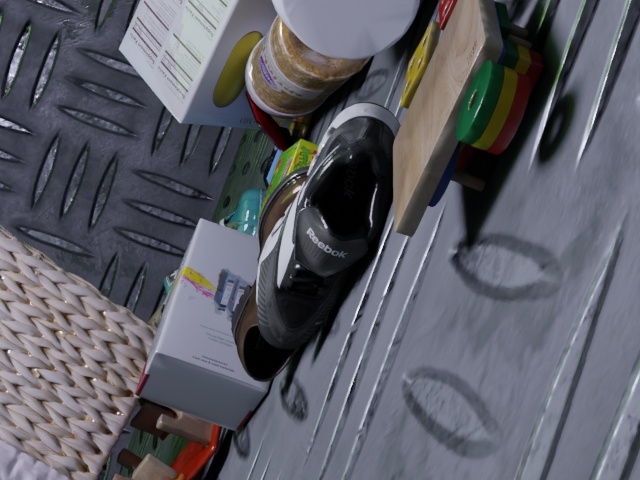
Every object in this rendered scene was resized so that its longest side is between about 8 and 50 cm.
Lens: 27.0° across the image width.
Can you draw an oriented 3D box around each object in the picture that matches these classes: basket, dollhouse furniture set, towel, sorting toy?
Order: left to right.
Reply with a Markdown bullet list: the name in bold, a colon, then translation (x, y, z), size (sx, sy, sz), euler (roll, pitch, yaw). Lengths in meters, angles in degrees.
- **basket**: translation (-0.404, 0.176, 1.704), size (0.266, 0.331, 0.328), euler (-59, 10, -22)
- **dollhouse furniture set**: translation (-0.185, 0.299, 1.612), size (0.259, 0.135, 0.262), euler (-51, 17, 32)
- **towel**: translation (0.004, -0.242, 1.943), size (0.102, 0.021, 0.237), euler (-148, 80, -76)
- **sorting toy**: translation (0.091, -0.085, 0.832), size (0.274, 0.046, 0.132), euler (-86, 17, -62)

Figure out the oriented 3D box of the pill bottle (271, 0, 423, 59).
- **pill bottle**: translation (0.027, -0.280, 1.347), size (0.278, 0.162, 0.162), euler (-91, 23, -68)

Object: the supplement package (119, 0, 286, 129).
- **supplement package**: translation (-0.123, -0.325, 1.938), size (0.198, 0.199, 0.262), euler (50, 123, 34)

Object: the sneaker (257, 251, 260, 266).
- **sneaker**: translation (-0.031, 0.016, 1.367), size (0.152, 0.058, 0.084), euler (110, 167, -53)

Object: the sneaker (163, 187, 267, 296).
- **sneaker**: translation (-0.164, 0.053, 1.960), size (0.108, 0.121, 0.302), euler (-101, 32, -75)

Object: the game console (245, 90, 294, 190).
- **game console**: translation (-0.079, -0.123, 1.874), size (0.144, 0.085, 0.124), euler (-111, 40, -62)

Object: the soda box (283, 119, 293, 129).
- **soda box**: translation (-0.058, -0.228, 2.159), size (0.183, 0.063, 0.058), euler (-88, 20, -69)

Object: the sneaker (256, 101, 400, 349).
- **sneaker**: translation (0.000, 0.000, 1.125), size (0.106, 0.078, 0.234), euler (-84, 18, -70)

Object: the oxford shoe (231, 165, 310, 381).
- **oxford shoe**: translation (-0.023, 0.037, 1.235), size (0.096, 0.083, 0.227), euler (-101, 23, -57)

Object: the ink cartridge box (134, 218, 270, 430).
- **ink cartridge box**: translation (-0.110, 0.092, 1.465), size (0.128, 0.127, 0.176), euler (121, 167, -57)

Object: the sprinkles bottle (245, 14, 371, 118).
- **sprinkles bottle**: translation (-0.018, -0.235, 1.691), size (0.355, 0.121, 0.121), euler (166, 124, -80)

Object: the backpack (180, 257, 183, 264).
- **backpack**: translation (-0.135, 0.090, 1.690), size (0.105, 0.114, 0.084), euler (-87, 16, -55)

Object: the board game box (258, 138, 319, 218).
- **board game box**: translation (-0.034, -0.067, 1.655), size (0.181, 0.043, 0.092), euler (169, 121, -81)

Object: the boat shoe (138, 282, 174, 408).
- **boat shoe**: translation (-0.186, 0.138, 1.834), size (0.103, 0.113, 0.302), euler (-26, -33, -35)
